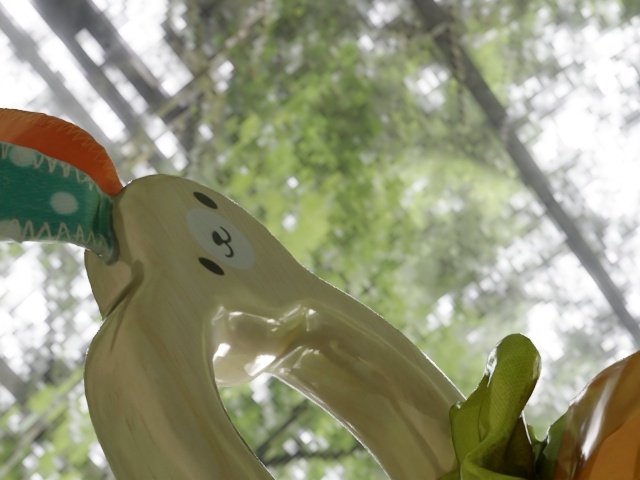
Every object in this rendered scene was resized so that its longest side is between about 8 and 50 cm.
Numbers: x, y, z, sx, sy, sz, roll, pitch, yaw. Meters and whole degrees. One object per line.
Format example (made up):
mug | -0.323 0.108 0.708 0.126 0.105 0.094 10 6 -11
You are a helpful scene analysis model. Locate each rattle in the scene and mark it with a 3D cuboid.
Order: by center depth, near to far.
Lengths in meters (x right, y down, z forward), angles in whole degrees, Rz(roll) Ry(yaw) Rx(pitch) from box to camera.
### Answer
rattle | 0.000 0.000 0.431 0.130 0.200 0.143 -19 154 -44
